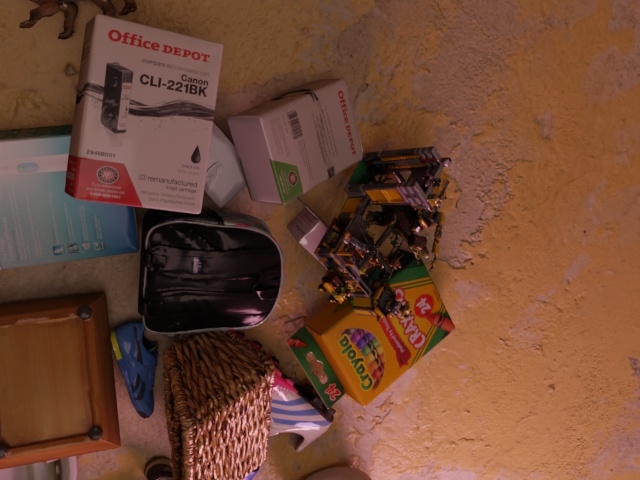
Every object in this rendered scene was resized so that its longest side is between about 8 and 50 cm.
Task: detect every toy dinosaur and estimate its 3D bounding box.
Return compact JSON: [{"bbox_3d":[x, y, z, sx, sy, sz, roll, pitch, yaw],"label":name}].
[{"bbox_3d":[-0.399,-0.434,1.077,0.295,0.127,0.200,-16,96,-20],"label":"toy dinosaur"}]

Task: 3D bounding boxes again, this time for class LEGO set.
[{"bbox_3d":[0.154,-0.014,1.254,0.331,0.192,0.255,-54,126,-31],"label":"LEGO set"}]

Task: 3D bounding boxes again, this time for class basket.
[{"bbox_3d":[-0.236,0.331,1.279,0.223,0.213,0.299,-33,140,-42],"label":"basket"}]

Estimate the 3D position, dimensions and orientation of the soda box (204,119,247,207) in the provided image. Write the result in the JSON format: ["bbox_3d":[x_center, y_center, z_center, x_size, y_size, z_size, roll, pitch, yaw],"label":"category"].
[{"bbox_3d":[-0.238,-0.197,1.214,0.098,0.091,0.286,-40,114,1],"label":"soda box"}]

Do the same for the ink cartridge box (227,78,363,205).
[{"bbox_3d":[-0.038,-0.180,1.226,0.219,0.092,0.160,-33,118,-38],"label":"ink cartridge box"}]

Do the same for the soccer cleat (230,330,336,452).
[{"bbox_3d":[-0.110,0.322,1.412,0.143,0.116,0.331,-47,115,-2],"label":"soccer cleat"}]

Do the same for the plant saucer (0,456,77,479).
[{"bbox_3d":[-0.657,0.448,1.257,0.400,0.100,0.400,7,79,-43],"label":"plant saucer"}]

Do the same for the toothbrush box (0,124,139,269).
[{"bbox_3d":[-0.471,-0.078,1.168,0.295,0.126,0.216,-9,109,-14],"label":"toothbrush box"}]

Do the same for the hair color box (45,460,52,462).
[{"bbox_3d":[-0.507,0.343,1.312,0.072,0.043,0.141,-8,89,-41],"label":"hair color box"}]

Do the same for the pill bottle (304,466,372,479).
[{"bbox_3d":[0.070,0.713,1.552,0.204,0.204,0.361,-21,112,-8],"label":"pill bottle"}]

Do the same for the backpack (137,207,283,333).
[{"bbox_3d":[-0.200,0.051,1.255,0.253,0.191,0.225,2,108,-14],"label":"backpack"}]

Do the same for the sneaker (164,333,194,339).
[{"bbox_3d":[-0.258,0.165,1.361,0.098,0.038,0.069,13,105,-20],"label":"sneaker"}]

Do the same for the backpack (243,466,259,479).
[{"bbox_3d":[-0.197,0.471,1.456,0.120,0.098,0.101,13,126,-28],"label":"backpack"}]

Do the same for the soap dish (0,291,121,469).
[{"bbox_3d":[-0.489,0.248,1.226,0.229,0.118,0.291,-6,83,-15],"label":"soap dish"}]

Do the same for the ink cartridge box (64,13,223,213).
[{"bbox_3d":[-0.275,-0.191,1.071,0.197,0.114,0.273,6,95,-27],"label":"ink cartridge box"}]

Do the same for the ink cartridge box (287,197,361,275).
[{"bbox_3d":[0.000,0.000,1.342,0.061,0.104,0.181,-45,113,1],"label":"ink cartridge box"}]

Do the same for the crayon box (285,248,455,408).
[{"bbox_3d":[0.109,0.192,1.410,0.318,0.081,0.202,-38,115,-17],"label":"crayon box"}]

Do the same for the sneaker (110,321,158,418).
[{"bbox_3d":[-0.348,0.256,1.351,0.082,0.069,0.209,-17,112,-14],"label":"sneaker"}]

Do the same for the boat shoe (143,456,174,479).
[{"bbox_3d":[-0.277,0.542,1.466,0.223,0.073,0.080,37,95,-23],"label":"boat shoe"}]
